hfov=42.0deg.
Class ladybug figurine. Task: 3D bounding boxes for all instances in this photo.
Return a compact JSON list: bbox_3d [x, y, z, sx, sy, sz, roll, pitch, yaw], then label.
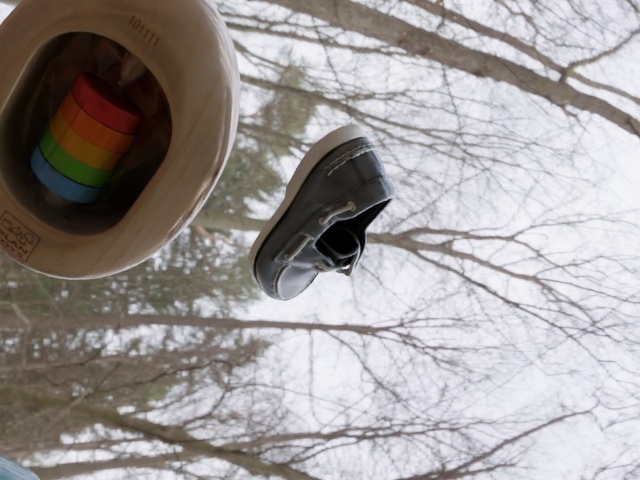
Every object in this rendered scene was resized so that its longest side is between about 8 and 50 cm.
[{"bbox_3d":[-0.262,-0.138,1.013,0.305,0.162,0.449,41,-62,-8],"label":"ladybug figurine"}]

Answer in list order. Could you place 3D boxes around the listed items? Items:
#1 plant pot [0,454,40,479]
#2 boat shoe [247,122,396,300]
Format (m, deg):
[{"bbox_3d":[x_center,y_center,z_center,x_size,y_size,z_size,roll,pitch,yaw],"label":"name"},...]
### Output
[{"bbox_3d":[-0.581,0.483,1.420,0.290,0.196,0.290,2,-87,55],"label":"plant pot"},{"bbox_3d":[0.000,0.000,0.982,0.099,0.116,0.319,53,-35,18],"label":"boat shoe"}]
